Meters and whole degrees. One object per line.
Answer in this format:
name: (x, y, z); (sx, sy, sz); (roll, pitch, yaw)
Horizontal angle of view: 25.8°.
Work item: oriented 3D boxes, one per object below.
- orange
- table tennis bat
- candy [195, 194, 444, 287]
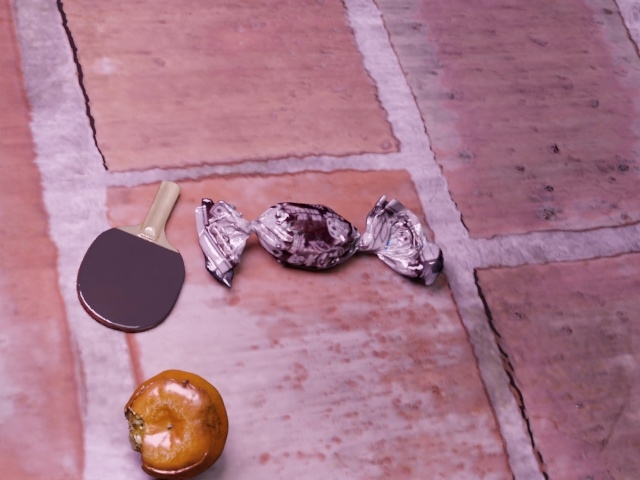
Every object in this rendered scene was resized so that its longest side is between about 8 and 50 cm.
orange: (-0.110, 0.143, 1.095); (0.086, 0.062, 0.086); (0, 89, 10)
table tennis bat: (-0.153, 0.010, 1.200); (0.087, 0.013, 0.156); (22, 54, -3)
candy: (0.000, 0.000, 1.237); (0.226, 0.051, 0.094); (4, 59, -17)
